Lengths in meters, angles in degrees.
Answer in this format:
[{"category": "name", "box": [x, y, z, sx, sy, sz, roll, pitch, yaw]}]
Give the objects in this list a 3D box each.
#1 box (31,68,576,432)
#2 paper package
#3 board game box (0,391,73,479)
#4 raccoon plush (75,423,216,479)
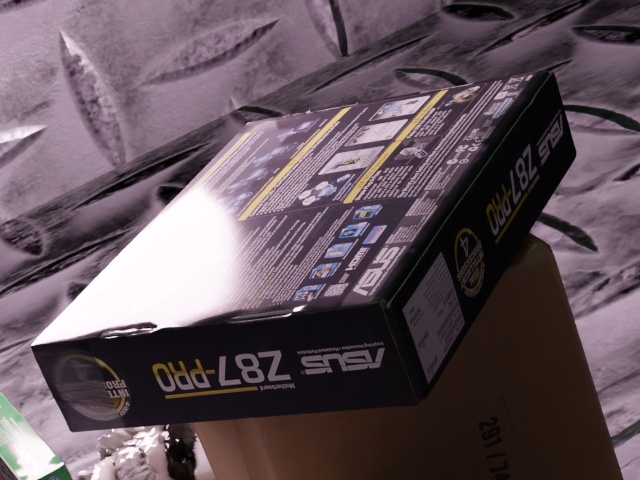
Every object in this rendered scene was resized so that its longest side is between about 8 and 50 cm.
[{"category": "box", "box": [0.000, 0.000, 1.279, 0.318, 0.097, 0.395, -6, 26, 29]}, {"category": "paper package", "box": [0.078, 0.185, 1.336, 0.309, 0.325, 0.168, -27, 22, -17]}, {"category": "board game box", "box": [-0.282, 0.274, 1.618, 0.046, 0.213, 0.317, -28, 22, -18]}, {"category": "raccoon plush", "box": [-0.177, 0.247, 1.742, 0.299, 0.216, 0.446, -53, 5, -31]}]
